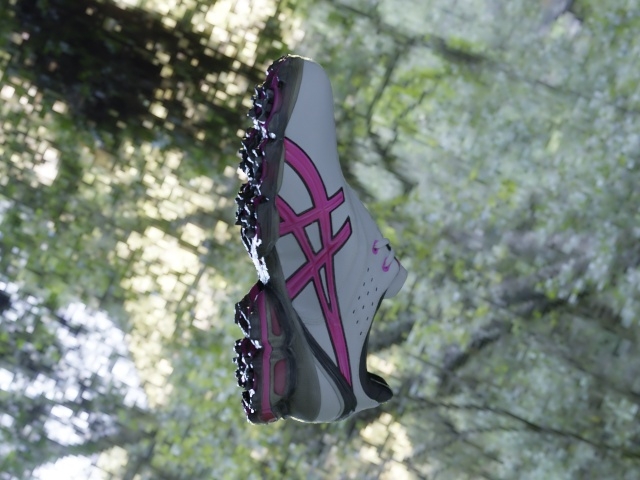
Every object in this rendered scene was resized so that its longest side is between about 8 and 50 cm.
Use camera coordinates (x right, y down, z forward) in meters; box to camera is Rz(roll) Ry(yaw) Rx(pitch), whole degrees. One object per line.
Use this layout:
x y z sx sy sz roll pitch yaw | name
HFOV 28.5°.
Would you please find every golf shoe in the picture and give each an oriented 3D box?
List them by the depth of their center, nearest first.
0.000 0.000 0.632 0.067 0.085 0.186 -132 42 -73 | golf shoe
